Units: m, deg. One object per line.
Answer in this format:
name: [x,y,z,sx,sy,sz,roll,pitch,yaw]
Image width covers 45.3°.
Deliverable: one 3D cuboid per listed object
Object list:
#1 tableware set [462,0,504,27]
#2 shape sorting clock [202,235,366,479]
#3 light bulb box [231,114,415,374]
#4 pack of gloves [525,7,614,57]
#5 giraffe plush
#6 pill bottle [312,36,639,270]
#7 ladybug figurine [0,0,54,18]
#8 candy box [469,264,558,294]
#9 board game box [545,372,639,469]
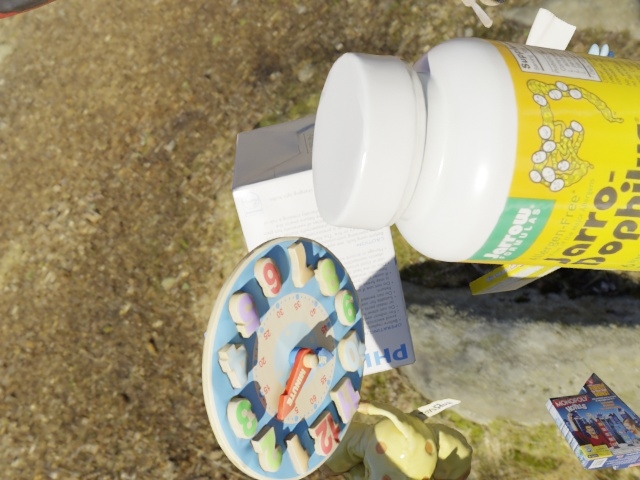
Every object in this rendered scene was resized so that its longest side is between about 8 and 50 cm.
tableware set: [0.197,-0.375,0.979,0.128,0.039,0.194,-57,39,33]
shape sorting clock: [-0.020,0.099,0.647,0.040,0.206,0.206,3,62,36]
light bulb box: [0.000,0.000,1.319,0.226,0.360,0.358,-13,22,1]
pack of gloves: [0.450,-0.283,1.409,0.046,0.195,0.232,-167,100,-78]
giraffe plush: [0.086,0.280,0.813,0.210,0.182,0.170,122,155,-54]
pill bottle: [0.107,-0.045,0.411,0.117,0.209,0.117,-176,90,-73]
ladybug figurine: [-0.331,-0.306,0.661,0.450,0.305,0.161,-15,61,-2]
candy box: [0.344,0.038,1.228,0.206,0.105,0.027,-38,60,50]
board game box: [0.546,0.358,1.527,0.194,0.194,0.060,-115,32,-45]
